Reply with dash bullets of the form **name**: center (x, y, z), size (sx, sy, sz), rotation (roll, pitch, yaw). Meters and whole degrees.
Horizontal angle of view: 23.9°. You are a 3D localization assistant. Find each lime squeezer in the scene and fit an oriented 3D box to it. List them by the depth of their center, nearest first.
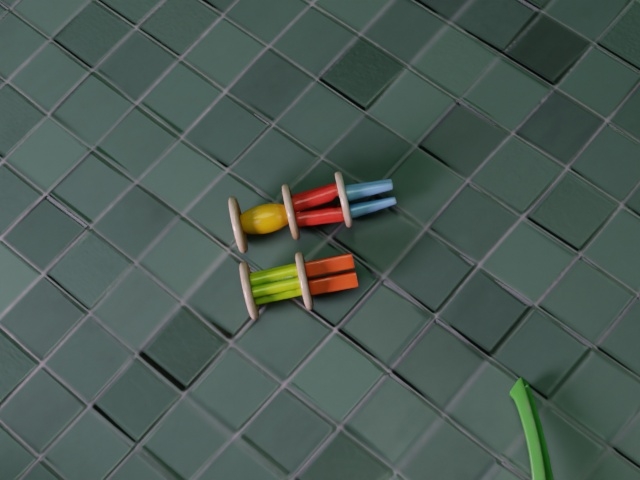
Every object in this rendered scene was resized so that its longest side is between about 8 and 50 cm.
- **lime squeezer**: center (0.229, 0.230, 1.174), size (0.110, 0.059, 0.310), rotation (-43, 43, -10)

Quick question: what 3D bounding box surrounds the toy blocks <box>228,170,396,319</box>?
- **toy blocks**: center (0.000, 0.000, 1.349), size (0.148, 0.054, 0.123), rotation (-13, 61, 2)
